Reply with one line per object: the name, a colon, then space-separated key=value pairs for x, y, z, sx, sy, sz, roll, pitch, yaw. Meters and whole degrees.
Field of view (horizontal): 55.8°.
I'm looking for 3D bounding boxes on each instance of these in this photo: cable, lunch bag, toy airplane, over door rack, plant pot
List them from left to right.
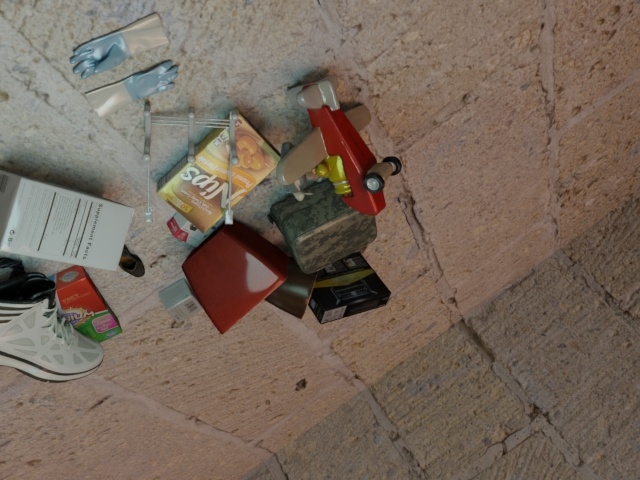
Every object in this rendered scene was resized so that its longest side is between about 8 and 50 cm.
cable: x=-0.879 y=0.115 z=1.635 sx=0.184 sy=0.047 sz=0.150 roll=-34 pitch=145 yaw=-4
over door rack: x=-0.336 y=-0.180 z=1.570 sx=0.240 sy=0.108 sz=0.324 roll=1 pitch=114 yaw=-13
plant pot: x=-0.279 y=0.085 z=1.893 sx=0.267 sy=0.267 sz=0.236 roll=-42 pitch=101 yaw=7
plant pot: x=-0.144 y=0.140 z=2.121 sx=0.230 sy=0.215 sz=0.215 roll=18 pitch=129 yaw=-3
lunch bag: x=0.005 y=-0.078 z=1.969 sx=0.305 sy=0.256 sz=0.212 roll=-28 pitch=140 yaw=-9
toy airplane: x=0.018 y=-0.271 z=1.732 sx=0.386 sy=0.384 sz=0.272 roll=15 pitch=150 yaw=-38

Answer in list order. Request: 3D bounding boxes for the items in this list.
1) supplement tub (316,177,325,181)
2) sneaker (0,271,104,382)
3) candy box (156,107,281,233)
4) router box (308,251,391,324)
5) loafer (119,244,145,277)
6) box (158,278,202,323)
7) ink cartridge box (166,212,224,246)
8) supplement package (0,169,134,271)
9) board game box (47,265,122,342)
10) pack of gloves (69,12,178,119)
supplement tub: x=0.024 y=-0.240 z=1.956 sx=0.107 sy=0.071 sz=0.071 roll=-27 pitch=144 yaw=-11
sneaker: x=-0.747 y=0.241 z=1.671 sx=0.257 sy=0.169 sz=0.447 roll=-45 pitch=141 yaw=15
candy box: x=-0.281 y=-0.191 z=1.689 sx=0.316 sy=0.087 sz=0.183 roll=-42 pitch=117 yaw=7
router box: x=0.079 y=0.176 z=2.333 sx=0.309 sy=0.243 sz=0.081 roll=-11 pitch=138 yaw=-30
loafer: x=-0.578 y=0.072 z=1.823 sx=0.062 sy=0.061 sz=0.170 roll=-35 pitch=146 yaw=-4
box: x=-0.472 y=0.204 z=2.041 sx=0.102 sy=0.087 sz=0.101 roll=-30 pitch=144 yaw=-7
ink cartridge box: x=-0.371 y=-0.065 z=1.835 sx=0.150 sy=0.063 sz=0.109 roll=-44 pitch=144 yaw=11
supplement package: x=-0.647 y=-0.047 z=1.483 sx=0.293 sy=0.177 sz=0.175 roll=17 pitch=89 yaw=-49
board game box: x=-0.776 y=0.231 z=1.839 sx=0.242 sy=0.064 sz=0.316 roll=-26 pitch=144 yaw=-13
pack of gloves: x=-0.446 y=-0.393 z=1.411 sx=0.232 sy=0.046 sz=0.195 roll=-28 pitch=143 yaw=-10
